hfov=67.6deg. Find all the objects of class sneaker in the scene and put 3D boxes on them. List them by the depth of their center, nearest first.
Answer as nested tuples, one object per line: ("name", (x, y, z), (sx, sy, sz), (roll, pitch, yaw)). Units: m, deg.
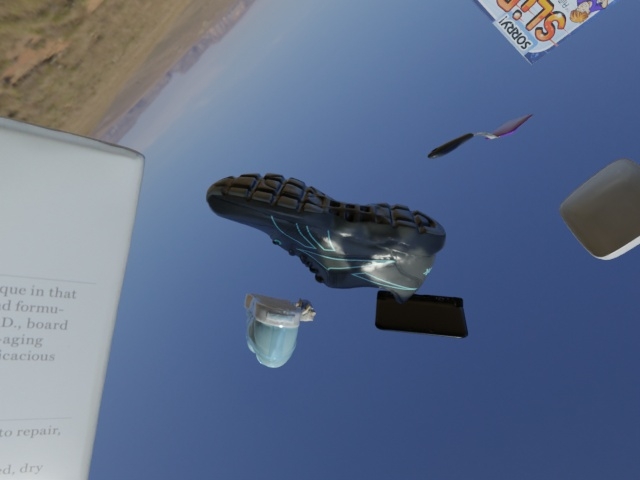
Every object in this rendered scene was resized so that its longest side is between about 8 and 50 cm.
("sneaker", (0.000, 0.000, 0.531), (0.101, 0.267, 0.106), (-77, -178, -65))
("sneaker", (-0.128, 0.210, 1.129), (0.366, 0.135, 0.150), (155, -53, -84))

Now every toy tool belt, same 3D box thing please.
("toy tool belt", (-0.041, 0.177, 1.279), (0.083, 0.052, 0.051), (-133, -133, -63))

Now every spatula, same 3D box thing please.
("spatula", (0.336, -0.220, 1.020), (0.296, 0.030, 0.084), (-21, -171, -27))

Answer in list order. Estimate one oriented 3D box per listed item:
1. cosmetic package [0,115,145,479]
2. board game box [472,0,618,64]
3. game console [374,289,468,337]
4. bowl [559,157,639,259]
("cosmetic package", (-0.422, 0.047, 0.556), (0.329, 0.327, 0.394), (21, -80, 61))
("board game box", (0.185, -0.266, 0.415), (0.136, 0.201, 0.035), (-35, -143, 40))
("game console", (0.139, 0.114, 0.683), (0.122, 0.107, 0.071), (5, -117, 7))
("bowl", (0.486, -0.047, 0.780), (0.142, 0.053, 0.142), (-47, -142, 30))
